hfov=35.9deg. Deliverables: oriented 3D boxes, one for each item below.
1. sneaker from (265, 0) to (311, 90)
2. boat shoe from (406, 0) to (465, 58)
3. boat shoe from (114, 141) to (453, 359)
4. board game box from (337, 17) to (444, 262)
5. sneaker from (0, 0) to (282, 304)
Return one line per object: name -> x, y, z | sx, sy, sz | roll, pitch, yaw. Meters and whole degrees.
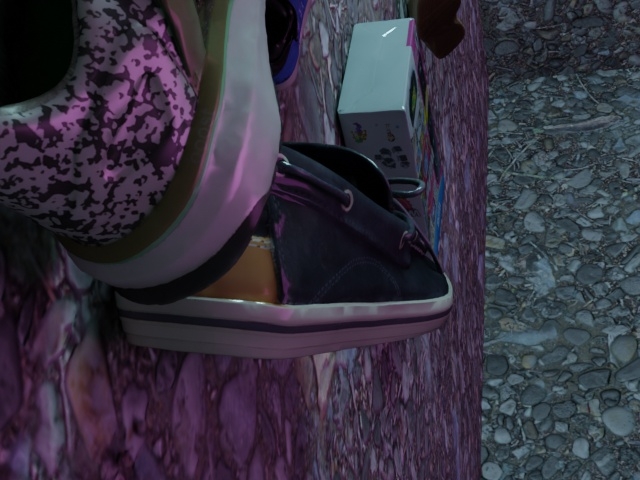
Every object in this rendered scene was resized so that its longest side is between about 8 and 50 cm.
sneaker -> -0.043, -0.227, 0.935 | 0.084, 0.058, 0.152 | 61, 34, -77
boat shoe -> 0.210, -0.450, 1.922 | 0.098, 0.109, 0.302 | 49, 6, 17
boat shoe -> 0.000, 0.000, 0.811 | 0.500, 0.187, 0.155 | 5, 87, -70
board game box -> 0.109, -0.132, 1.433 | 0.224, 0.098, 0.303 | -78, 160, -45
sneaker -> -0.117, -0.180, 0.514 | 0.182, 0.158, 0.410 | 23, 58, -55
